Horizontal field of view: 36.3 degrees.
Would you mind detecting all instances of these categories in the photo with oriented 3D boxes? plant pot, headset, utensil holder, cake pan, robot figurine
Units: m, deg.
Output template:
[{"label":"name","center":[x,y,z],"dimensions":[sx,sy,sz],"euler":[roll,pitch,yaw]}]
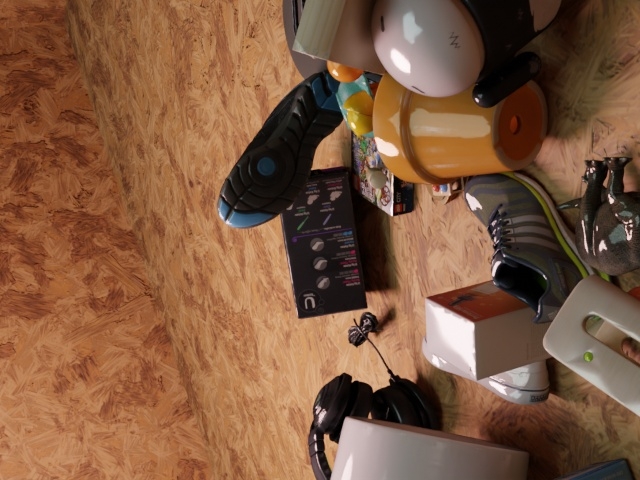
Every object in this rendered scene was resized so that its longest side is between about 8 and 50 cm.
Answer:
[{"label":"plant pot","center":[0.211,-0.174,1.399],"dimensions":[0.188,0.205,0.205],"euler":[13,114,47]},{"label":"headset","center":[0.091,0.329,1.854],"dimensions":[0.185,0.243,0.394],"euler":[128,146,-60]},{"label":"utensil holder","center":[0.150,0.495,1.547],"dimensions":[0.327,0.327,0.385],"euler":[-9,69,66]},{"label":"cake pan","center":[0.002,-0.425,1.879],"dimensions":[0.293,0.054,0.293],"euler":[41,137,54]},{"label":"robot figurine","center":[0.191,-0.302,1.250],"dimensions":[0.209,0.278,0.173],"euler":[43,159,22]}]

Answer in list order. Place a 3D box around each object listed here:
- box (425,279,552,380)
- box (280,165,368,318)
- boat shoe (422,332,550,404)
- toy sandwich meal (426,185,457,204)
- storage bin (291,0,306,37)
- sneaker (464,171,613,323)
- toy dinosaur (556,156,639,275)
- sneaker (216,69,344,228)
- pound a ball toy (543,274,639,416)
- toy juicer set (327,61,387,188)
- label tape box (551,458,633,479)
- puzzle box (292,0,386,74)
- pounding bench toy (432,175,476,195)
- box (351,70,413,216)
[{"label":"box","center":[0.260,0.123,1.438],"dimensions":[0.130,0.170,0.091],"euler":[27,125,59]},{"label":"box","center":[0.000,0.000,1.923],"dimensions":[0.165,0.143,0.270],"euler":[-104,5,-81]},{"label":"boat shoe","center":[0.259,0.176,1.563],"dimensions":[0.267,0.096,0.088],"euler":[27,121,58]},{"label":"toy sandwich meal","center":[0.202,-0.104,1.633],"dimensions":[0.085,0.029,0.086],"euler":[171,90,-72]},{"label":"storage bin","center":[0.044,-0.405,1.686],"dimensions":[0.180,0.084,0.122],"euler":[13,115,39]},{"label":"sneaker","center":[0.284,0.004,1.388],"dimensions":[0.300,0.121,0.111],"euler":[54,146,42]},{"label":"toy dinosaur","center":[0.366,-0.019,1.207],"dimensions":[0.313,0.121,0.160],"euler":[1,90,61]},{"label":"sneaker","center":[-0.072,-0.161,1.808],"dimensions":[0.125,0.341,0.139],"euler":[42,168,-17]},{"label":"pound a ball toy","center":[0.421,0.149,1.164],"dimensions":[0.319,0.208,0.136],"euler":[37,98,42]},{"label":"toy juicer set","center":[0.082,-0.211,1.596],"dimensions":[0.209,0.089,0.329],"euler":[-107,-4,-60]},{"label":"label tape box","center":[0.356,0.495,1.321],"dimensions":[0.106,0.240,0.334],"euler":[-42,63,62]},{"label":"puzzle box","center":[0.083,-0.363,1.319],"dimensions":[0.052,0.409,0.272],"euler":[19,100,14]},{"label":"pounding bench toy","center":[0.209,-0.117,1.562],"dimensions":[0.052,0.065,0.083],"euler":[6,106,65]},{"label":"box","center":[0.110,-0.179,1.772],"dimensions":[0.159,0.044,0.233],"euler":[38,134,55]}]
